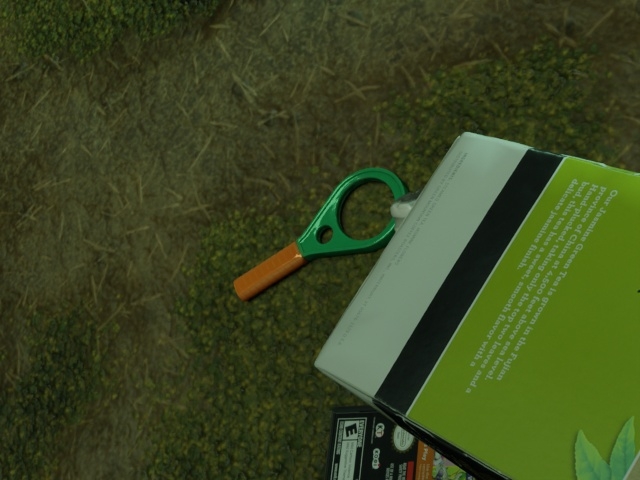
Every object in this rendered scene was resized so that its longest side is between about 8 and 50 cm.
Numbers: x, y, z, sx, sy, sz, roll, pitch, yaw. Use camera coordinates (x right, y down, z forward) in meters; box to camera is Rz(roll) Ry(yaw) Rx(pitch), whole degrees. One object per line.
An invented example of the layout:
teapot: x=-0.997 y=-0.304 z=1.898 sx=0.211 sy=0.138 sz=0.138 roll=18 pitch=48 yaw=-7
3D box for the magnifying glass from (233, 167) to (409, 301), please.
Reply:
magnifying glass: x=0.000 y=0.000 z=1.256 sx=0.231 sy=0.026 sz=0.092 roll=-32 pitch=61 yaw=16

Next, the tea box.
tea box: x=0.237 y=0.120 z=0.800 sx=0.324 sy=0.329 sz=0.220 roll=25 pitch=79 yaw=52

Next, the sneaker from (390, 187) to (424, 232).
sneaker: x=0.211 y=0.005 z=1.105 sx=0.281 sy=0.105 sz=0.115 roll=2 pitch=108 yaw=27

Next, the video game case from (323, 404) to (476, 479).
video game case: x=0.111 y=0.287 z=1.063 sx=0.248 sy=0.035 sz=0.274 roll=-8 pitch=61 yaw=29
